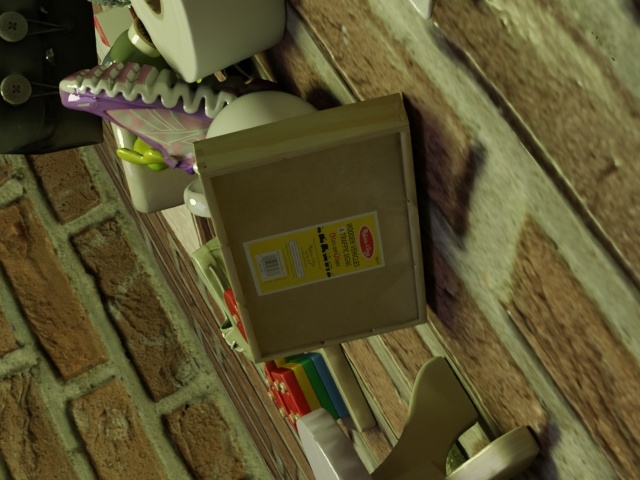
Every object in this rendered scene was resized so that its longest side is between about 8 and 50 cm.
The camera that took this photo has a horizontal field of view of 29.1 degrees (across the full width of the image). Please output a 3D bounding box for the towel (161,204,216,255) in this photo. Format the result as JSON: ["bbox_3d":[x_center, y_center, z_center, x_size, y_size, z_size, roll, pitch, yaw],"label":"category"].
[{"bbox_3d":[-0.264,-0.109,2.189,0.332,0.053,0.317,55,164,35],"label":"towel"}]

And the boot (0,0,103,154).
[{"bbox_3d":[-0.476,-0.327,1.594,0.146,0.367,0.445,-147,55,-68],"label":"boot"}]

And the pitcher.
[{"bbox_3d":[-0.056,-0.065,1.129,0.207,0.177,0.125,-142,50,-62],"label":"pitcher"}]

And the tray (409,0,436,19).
[{"bbox_3d":[0.012,-0.277,0.766,0.270,0.030,0.145,58,167,26],"label":"tray"}]

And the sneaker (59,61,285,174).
[{"bbox_3d":[-0.156,-0.122,1.278,0.095,0.236,0.104,-75,-7,-67],"label":"sneaker"}]

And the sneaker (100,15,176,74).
[{"bbox_3d":[-0.190,-0.210,1.399,0.064,0.086,0.192,50,-161,4],"label":"sneaker"}]

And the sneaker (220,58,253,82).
[{"bbox_3d":[-0.113,-0.219,1.373,0.109,0.040,0.044,64,170,1],"label":"sneaker"}]

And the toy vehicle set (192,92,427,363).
[{"bbox_3d":[0.000,0.000,1.041,0.267,0.166,0.035,80,177,-50],"label":"toy vehicle set"}]

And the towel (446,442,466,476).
[{"bbox_3d":[0.147,0.268,1.305,0.148,0.027,0.110,65,167,3],"label":"towel"}]

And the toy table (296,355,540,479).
[{"bbox_3d":[0.108,0.251,1.120,0.274,0.161,0.252,63,168,10],"label":"toy table"}]

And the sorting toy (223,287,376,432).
[{"bbox_3d":[-0.045,0.151,1.715,0.257,0.089,0.255,64,168,-2],"label":"sorting toy"}]

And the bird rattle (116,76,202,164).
[{"bbox_3d":[-0.087,-0.085,1.408,0.253,0.143,0.207,38,-169,-2],"label":"bird rattle"}]

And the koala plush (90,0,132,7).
[{"bbox_3d":[-0.288,-0.376,1.494,0.221,0.203,0.196,55,171,-16],"label":"koala plush"}]

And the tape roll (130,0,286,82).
[{"bbox_3d":[-0.140,-0.300,1.188,0.286,0.100,0.286,59,166,24],"label":"tape roll"}]

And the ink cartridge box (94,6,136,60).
[{"bbox_3d":[-0.315,-0.303,1.984,0.109,0.063,0.150,63,168,3],"label":"ink cartridge box"}]

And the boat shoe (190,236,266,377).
[{"bbox_3d":[-0.112,0.127,1.931,0.302,0.094,0.109,67,167,-13],"label":"boat shoe"}]

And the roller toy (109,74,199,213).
[{"bbox_3d":[-0.201,-0.144,1.640,0.191,0.146,0.209,85,166,-50],"label":"roller toy"}]
